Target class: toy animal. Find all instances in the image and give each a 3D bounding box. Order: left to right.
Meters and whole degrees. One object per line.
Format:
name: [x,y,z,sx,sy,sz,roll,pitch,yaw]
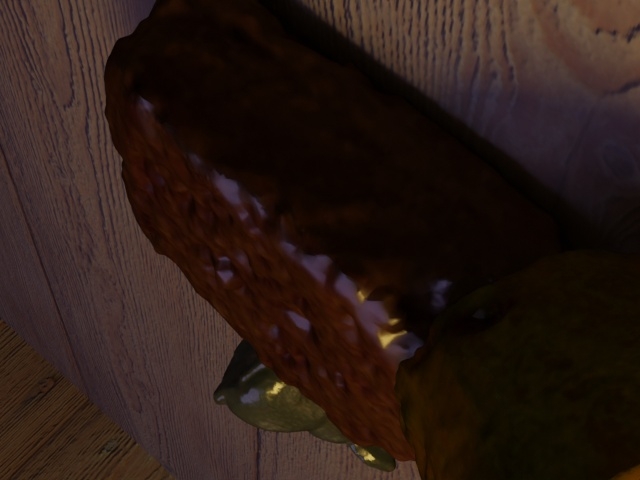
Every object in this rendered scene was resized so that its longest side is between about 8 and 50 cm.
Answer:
toy animal: [-0.007,0.185,1.623,0.236,0.138,0.108,39,-165,-34]

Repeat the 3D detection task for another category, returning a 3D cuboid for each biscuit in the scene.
biscuit: [0.000,0.000,1.148,0.395,0.166,0.343,39,158,18]

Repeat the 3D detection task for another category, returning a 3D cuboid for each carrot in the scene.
carrot: [0.196,0.163,0.875,0.341,0.241,0.241,61,178,47]
